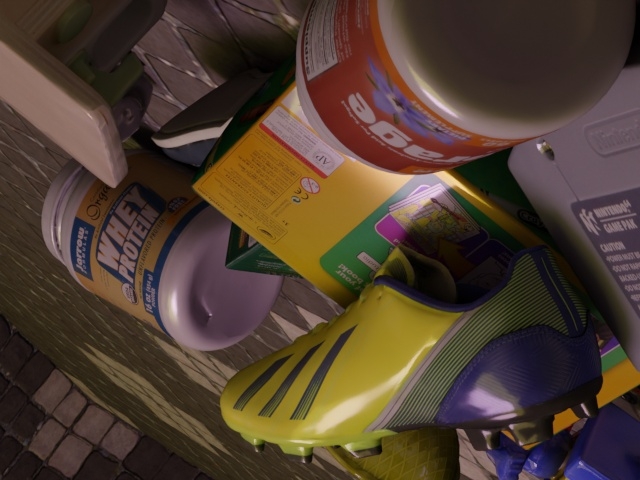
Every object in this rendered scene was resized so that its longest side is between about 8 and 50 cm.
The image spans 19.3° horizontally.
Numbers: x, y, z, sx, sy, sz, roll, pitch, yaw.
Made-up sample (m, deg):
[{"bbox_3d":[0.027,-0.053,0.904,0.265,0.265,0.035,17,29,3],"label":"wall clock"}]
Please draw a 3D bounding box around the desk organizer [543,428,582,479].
[{"bbox_3d":[0.232,0.193,1.615,0.047,0.050,0.130,35,167,5],"label":"desk organizer"}]

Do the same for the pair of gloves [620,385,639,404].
[{"bbox_3d":[0.210,0.103,1.386,0.074,0.010,0.083,20,-172,31],"label":"pair of gloves"}]

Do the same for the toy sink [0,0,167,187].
[{"bbox_3d":[-0.186,-0.172,1.262,0.234,0.131,0.153,39,167,10],"label":"toy sink"}]

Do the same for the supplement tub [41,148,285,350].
[{"bbox_3d":[-0.144,0.001,1.707,0.199,0.144,0.144,26,163,38],"label":"supplement tub"}]

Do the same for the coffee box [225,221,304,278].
[{"bbox_3d":[0.000,0.000,1.304,0.113,0.040,0.184,6,173,-8],"label":"coffee box"}]

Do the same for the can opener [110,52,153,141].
[{"bbox_3d":[-0.246,-0.181,1.498,0.283,0.076,0.095,45,163,-29],"label":"can opener"}]

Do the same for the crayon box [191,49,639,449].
[{"bbox_3d":[0.079,-0.008,1.126,0.278,0.081,0.165,38,142,-9],"label":"crayon box"}]

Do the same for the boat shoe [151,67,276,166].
[{"bbox_3d":[-0.037,-0.075,1.307,0.079,0.095,0.254,52,154,-16],"label":"boat shoe"}]

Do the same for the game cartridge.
[{"bbox_3d":[0.195,-0.009,0.904,0.196,0.060,0.294,53,164,-7],"label":"game cartridge"}]

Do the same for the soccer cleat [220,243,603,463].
[{"bbox_3d":[0.044,0.063,1.112,0.289,0.093,0.121,-11,95,47],"label":"soccer cleat"}]

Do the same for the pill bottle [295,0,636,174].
[{"bbox_3d":[0.058,-0.096,0.923,0.121,0.121,0.216,39,167,-9],"label":"pill bottle"}]

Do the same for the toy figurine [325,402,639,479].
[{"bbox_3d":[0.202,0.155,1.411,0.362,0.191,0.217,36,147,-3],"label":"toy figurine"}]
